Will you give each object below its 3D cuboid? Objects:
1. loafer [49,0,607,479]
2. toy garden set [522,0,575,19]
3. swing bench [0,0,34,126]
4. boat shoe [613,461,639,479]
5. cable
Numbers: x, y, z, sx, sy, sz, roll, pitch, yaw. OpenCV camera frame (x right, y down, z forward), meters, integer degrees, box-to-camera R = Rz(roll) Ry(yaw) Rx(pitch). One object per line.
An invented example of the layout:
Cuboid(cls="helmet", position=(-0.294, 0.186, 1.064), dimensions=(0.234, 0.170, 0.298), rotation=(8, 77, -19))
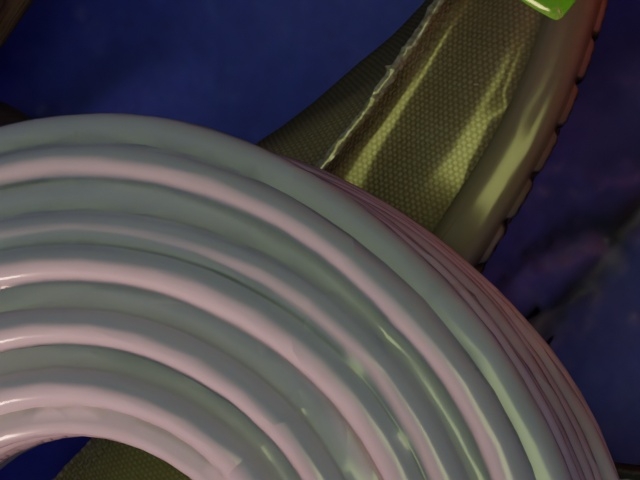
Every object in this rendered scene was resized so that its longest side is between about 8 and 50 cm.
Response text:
Cuboid(cls="loafer", position=(0.000, 0.000, 0.559), dimensions=(0.092, 0.102, 0.269), rotation=(28, 92, 4))
Cuboid(cls="toy garden set", position=(0.167, -0.090, 0.380), dimensions=(0.244, 0.049, 0.204), rotation=(30, 110, -11))
Cuboid(cls="swing bench", position=(-0.155, -0.190, 0.565), dimensions=(0.253, 0.165, 0.255), rotation=(29, 92, 10))
Cuboid(cls="boat shoe", position=(0.164, 0.077, 0.541), dimensions=(0.228, 0.080, 0.076), rotation=(10, 82, 9))
Cuboid(cls="cable", position=(-0.054, 0.097, 0.468), dimensions=(0.257, 0.089, 0.257), rotation=(-31, 74, 9))
